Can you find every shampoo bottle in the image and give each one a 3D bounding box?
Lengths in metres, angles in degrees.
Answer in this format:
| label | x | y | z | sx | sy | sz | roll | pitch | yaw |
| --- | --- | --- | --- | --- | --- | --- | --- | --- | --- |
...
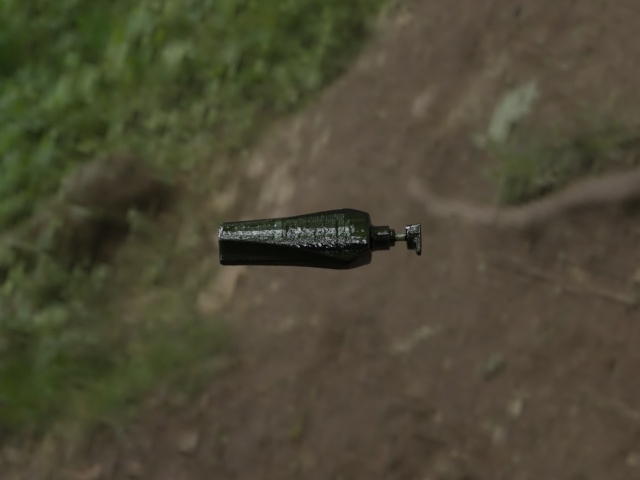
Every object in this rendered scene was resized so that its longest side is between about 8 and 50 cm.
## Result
| label | x | y | z | sx | sy | sz | roll | pitch | yaw |
| --- | --- | --- | --- | --- | --- | --- | --- | --- | --- |
| shampoo bottle | 0.000 | 0.000 | 1.332 | 0.027 | 0.137 | 0.048 | 85 | -176 | -53 |
